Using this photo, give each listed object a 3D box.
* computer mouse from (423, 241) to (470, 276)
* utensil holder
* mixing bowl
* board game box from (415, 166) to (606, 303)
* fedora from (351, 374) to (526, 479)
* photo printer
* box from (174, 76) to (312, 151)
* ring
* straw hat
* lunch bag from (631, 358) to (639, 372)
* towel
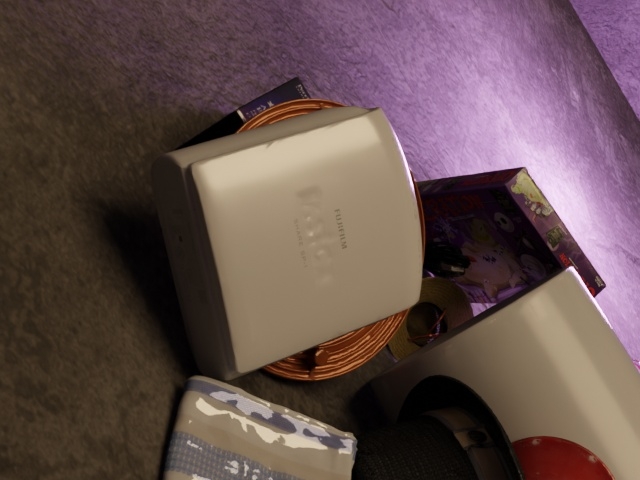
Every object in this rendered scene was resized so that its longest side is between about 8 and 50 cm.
[{"bbox_3d":[0.070,-0.034,1.991,0.272,0.072,0.188,45,-14,-29],"label":"computer mouse"},{"bbox_3d":[0.283,0.271,1.836,0.385,0.327,0.327,60,26,3],"label":"utensil holder"},{"bbox_3d":[0.253,0.315,1.633,0.181,0.181,0.098,64,7,6],"label":"mixing bowl"},{"bbox_3d":[0.234,0.000,2.050,0.056,0.347,0.208,-38,104,-22],"label":"board game box"},{"bbox_3d":[0.106,0.315,1.608,0.152,0.334,0.334,-4,61,-21],"label":"fedora"},{"bbox_3d":[-0.020,-0.008,1.612,0.307,0.107,0.256,-18,102,-34],"label":"photo printer"},{"bbox_3d":[-0.065,-0.100,1.822,0.153,0.108,0.207,58,27,-6],"label":"box"},{"bbox_3d":[0.000,0.000,1.712,0.336,0.032,0.336,-1,91,-35],"label":"ring"},{"bbox_3d":[0.142,0.116,2.018,0.144,0.144,0.061,49,-10,-22],"label":"straw hat"},{"bbox_3d":[0.517,0.305,2.332,0.258,0.120,0.293,23,25,-30],"label":"lunch bag"},{"bbox_3d":[-0.062,0.273,1.455,0.209,0.034,0.285,24,40,-14],"label":"towel"}]
